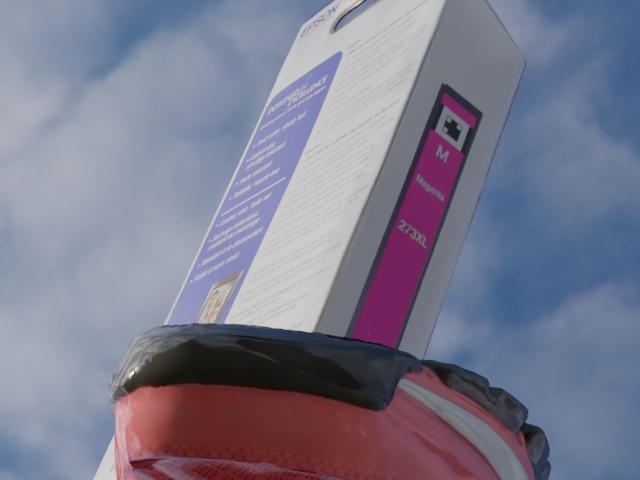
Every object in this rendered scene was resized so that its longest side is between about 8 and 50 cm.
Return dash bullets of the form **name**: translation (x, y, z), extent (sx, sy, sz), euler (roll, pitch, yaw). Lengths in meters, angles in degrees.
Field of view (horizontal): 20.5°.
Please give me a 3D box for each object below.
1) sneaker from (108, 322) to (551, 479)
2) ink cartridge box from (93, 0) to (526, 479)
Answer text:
- **sneaker**: translation (0.011, 0.142, 0.539), extent (0.116, 0.136, 0.314), euler (2, -36, 16)
- **ink cartridge box**: translation (0.000, 0.000, 0.873), extent (0.069, 0.371, 0.176), euler (34, -36, -21)
